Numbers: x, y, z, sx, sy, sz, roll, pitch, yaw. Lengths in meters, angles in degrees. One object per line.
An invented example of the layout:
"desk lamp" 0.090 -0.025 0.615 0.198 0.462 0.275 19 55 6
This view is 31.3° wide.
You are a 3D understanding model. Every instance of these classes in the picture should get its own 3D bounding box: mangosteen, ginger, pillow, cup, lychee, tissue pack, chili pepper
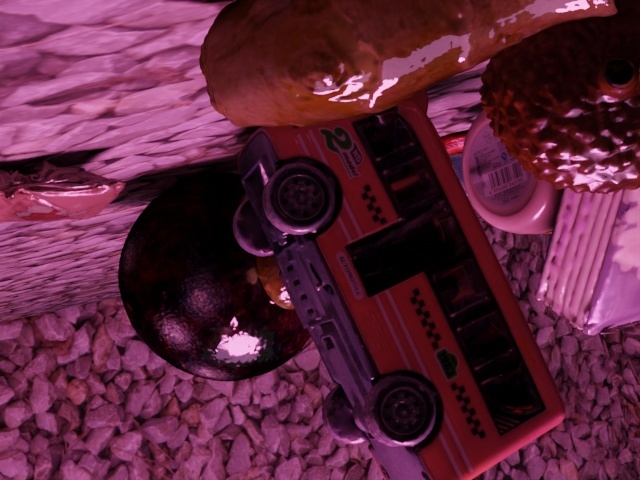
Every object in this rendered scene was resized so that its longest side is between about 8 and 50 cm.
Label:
"mangosteen" -0.111 0.040 1.454 0.288 0.288 0.288 -14 176 -1
"ginger" 0.043 -0.137 0.708 0.263 0.109 0.116 -16 162 18
"pillow" -0.330 -0.042 1.149 0.248 0.049 0.135 -7 172 -30
"cup" 0.287 -0.110 1.506 0.200 0.191 0.253 -7 -161 -35
"lychee" 0.229 -0.127 0.925 0.200 0.200 0.238 -14 -174 7
"tissue pack" 0.406 -0.072 1.351 0.242 0.343 0.125 -12 -143 -30
"chili pepper" 0.171 -0.135 1.684 0.178 0.027 0.045 -12 177 1

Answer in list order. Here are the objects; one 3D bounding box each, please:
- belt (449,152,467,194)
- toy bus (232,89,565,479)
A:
"belt" 0.214 -0.099 1.939 0.163 0.082 0.147 -13 172 -23
"toy bus" 0.080 0.051 1.250 0.233 0.427 0.203 -24 179 -17
